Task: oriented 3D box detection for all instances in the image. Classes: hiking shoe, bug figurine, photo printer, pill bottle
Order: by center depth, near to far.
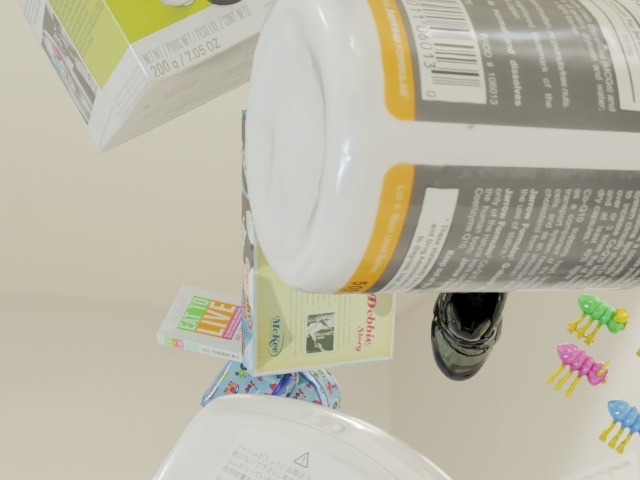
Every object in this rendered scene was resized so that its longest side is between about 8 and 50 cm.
[{"bbox_3d":[0.111,-0.052,0.599,0.278,0.162,0.162,1,-25,-20],"label":"pill bottle"},{"bbox_3d":[-0.044,0.264,0.829,0.256,0.307,0.107,17,-27,34],"label":"photo printer"},{"bbox_3d":[0.159,0.082,1.261,0.086,0.114,0.227,22,-52,16],"label":"hiking shoe"},{"bbox_3d":[0.478,0.188,1.782,0.216,0.279,0.072,31,-39,6],"label":"bug figurine"}]

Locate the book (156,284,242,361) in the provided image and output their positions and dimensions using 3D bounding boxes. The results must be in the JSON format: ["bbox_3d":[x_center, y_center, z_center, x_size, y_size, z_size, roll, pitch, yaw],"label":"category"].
[{"bbox_3d":[-0.134,0.116,1.518,0.144,0.096,0.035,11,-48,13],"label":"book"}]

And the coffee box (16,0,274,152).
[{"bbox_3d":[-0.160,-0.348,1.286,0.337,0.334,0.338,-29,2,-20],"label":"coffee box"}]

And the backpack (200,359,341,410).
[{"bbox_3d":[-0.065,0.228,1.639,0.173,0.117,0.158,39,-75,3],"label":"backpack"}]

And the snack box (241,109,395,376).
[{"bbox_3d":[0.000,0.000,1.370,0.187,0.322,0.060,-5,19,-19],"label":"snack box"}]
